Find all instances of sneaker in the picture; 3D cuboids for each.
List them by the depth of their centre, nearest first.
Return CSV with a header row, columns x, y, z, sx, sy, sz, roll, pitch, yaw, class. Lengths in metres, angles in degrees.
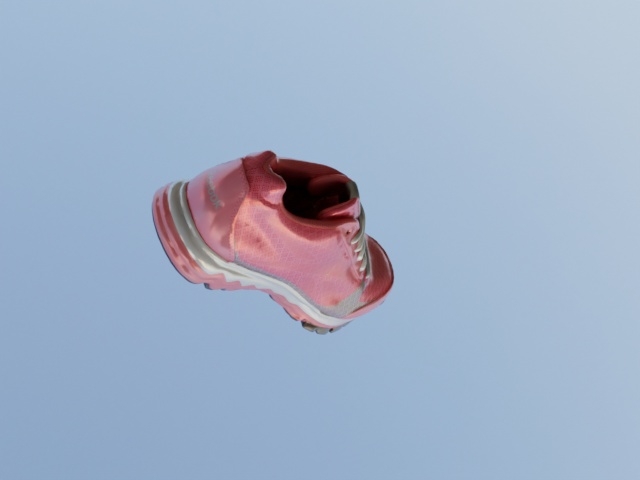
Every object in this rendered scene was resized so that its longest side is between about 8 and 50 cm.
x,y,z,sx,sy,sz,roll,pitch,yaw,class
0.000,0.000,0.856,0.314,0.136,0.116,19,-132,-52,sneaker
